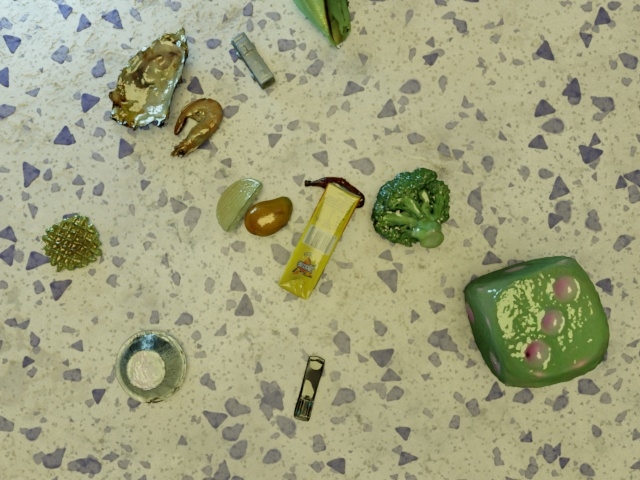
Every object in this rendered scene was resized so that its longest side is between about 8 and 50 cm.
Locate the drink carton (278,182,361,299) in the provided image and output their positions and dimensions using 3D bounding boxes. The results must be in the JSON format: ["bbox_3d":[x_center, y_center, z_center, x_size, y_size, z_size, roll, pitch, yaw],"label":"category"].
[{"bbox_3d":[0.000,0.000,1.807,0.111,0.154,0.351,27,97,3],"label":"drink carton"}]

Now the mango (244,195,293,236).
[{"bbox_3d":[-0.164,-0.073,1.868,0.164,0.089,0.115,-14,79,-3],"label":"mango"}]

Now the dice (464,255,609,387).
[{"bbox_3d":[0.634,0.238,1.740,0.322,0.318,0.330,-17,89,0],"label":"dice"}]

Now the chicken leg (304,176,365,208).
[{"bbox_3d":[0.051,-0.164,1.889,0.205,0.053,0.093,35,103,5],"label":"chicken leg"}]

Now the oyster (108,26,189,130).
[{"bbox_3d":[-0.544,-0.523,1.876,0.221,0.096,0.361,18,89,5],"label":"oyster"}]

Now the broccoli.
[{"bbox_3d":[0.294,-0.081,1.791,0.269,0.270,0.270,-22,45,0],"label":"broccoli"}]

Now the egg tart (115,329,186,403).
[{"bbox_3d":[-0.544,0.402,1.853,0.234,0.094,0.234,0,86,1],"label":"egg tart"}]

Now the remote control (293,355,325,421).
[{"bbox_3d":[-0.036,0.478,1.881,0.059,0.028,0.212,14,89,2],"label":"remote control"}]

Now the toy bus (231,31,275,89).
[{"bbox_3d":[-0.220,-0.582,1.884,0.064,0.075,0.190,-34,90,0],"label":"toy bus"}]

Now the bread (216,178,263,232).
[{"bbox_3d":[-0.275,-0.125,1.881,0.112,0.036,0.193,32,85,32],"label":"bread"}]

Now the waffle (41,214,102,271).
[{"bbox_3d":[-0.806,0.012,1.891,0.183,0.036,0.169,-23,90,0],"label":"waffle"}]

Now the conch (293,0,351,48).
[{"bbox_3d":[0.016,-0.757,1.855,0.250,0.137,0.143,44,88,1],"label":"conch"}]

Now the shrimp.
[{"bbox_3d":[-0.417,-0.368,1.890,0.133,0.053,0.236,40,86,-1],"label":"shrimp"}]
